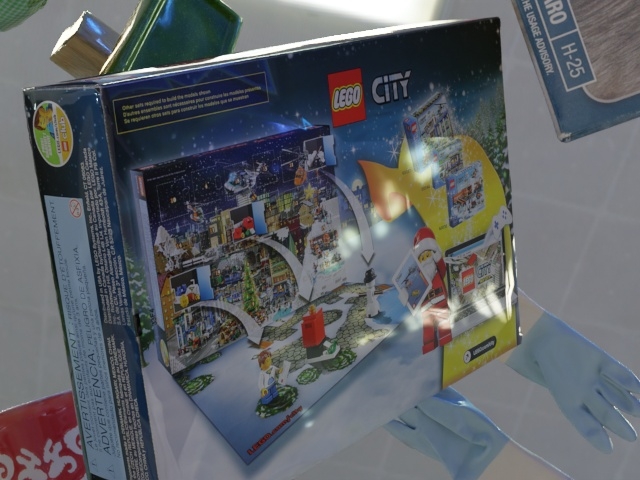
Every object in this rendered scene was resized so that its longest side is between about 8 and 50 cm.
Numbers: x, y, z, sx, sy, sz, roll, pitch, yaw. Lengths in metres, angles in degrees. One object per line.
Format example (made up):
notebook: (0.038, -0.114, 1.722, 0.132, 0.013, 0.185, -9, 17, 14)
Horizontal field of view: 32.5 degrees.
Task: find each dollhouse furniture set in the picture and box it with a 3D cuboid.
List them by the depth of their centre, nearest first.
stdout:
dollhouse furniture set: (-0.249, -0.185, 0.944, 0.301, 0.151, 0.197, 36, -40, -26)

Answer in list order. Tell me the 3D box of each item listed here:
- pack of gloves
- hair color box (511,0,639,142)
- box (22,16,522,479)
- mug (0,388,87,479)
pack of gloves: (0.179, 0.153, 1.053, 0.232, 0.046, 0.195, 38, -76, 12)
hair color box: (0.165, -0.155, 0.577, 0.105, 0.347, 0.174, -19, -90, 20)
box: (0.000, 0.000, 0.448, 0.044, 0.233, 0.159, 5, -74, 41)
mug: (-0.184, 0.202, 0.770, 0.150, 0.113, 0.169, -28, -102, 41)
